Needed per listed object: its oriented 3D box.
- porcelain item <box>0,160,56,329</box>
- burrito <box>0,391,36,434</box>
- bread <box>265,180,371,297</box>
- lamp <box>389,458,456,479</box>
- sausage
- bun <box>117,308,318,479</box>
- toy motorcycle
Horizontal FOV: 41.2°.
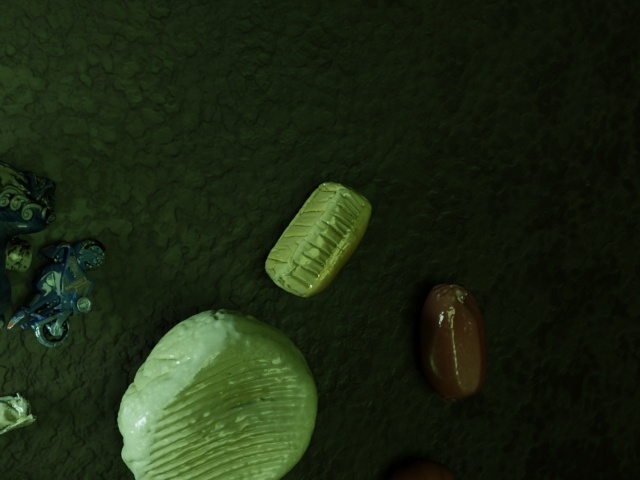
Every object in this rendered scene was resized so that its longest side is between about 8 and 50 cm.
[{"bbox_3d":[-0.541,0.011,1.377,0.186,0.138,0.287,13,85,-43],"label":"porcelain item"},{"bbox_3d":[-0.593,0.318,1.413,0.230,0.058,0.063,-18,107,-20],"label":"burrito"},{"bbox_3d":[0.000,0.000,1.611,0.106,0.140,0.236,40,81,-26],"label":"bread"},{"bbox_3d":[0.217,0.547,1.768,0.182,0.140,0.182,-2,93,-28],"label":"lamp"},{"bbox_3d":[0.275,0.212,1.767,0.148,0.148,0.254,-4,93,-25],"label":"sausage"},{"bbox_3d":[-0.189,0.294,1.504,0.349,0.227,0.352,-10,102,-24],"label":"bun"},{"bbox_3d":[-0.443,0.077,1.443,0.114,0.076,0.205,35,66,-32],"label":"toy motorcycle"}]
